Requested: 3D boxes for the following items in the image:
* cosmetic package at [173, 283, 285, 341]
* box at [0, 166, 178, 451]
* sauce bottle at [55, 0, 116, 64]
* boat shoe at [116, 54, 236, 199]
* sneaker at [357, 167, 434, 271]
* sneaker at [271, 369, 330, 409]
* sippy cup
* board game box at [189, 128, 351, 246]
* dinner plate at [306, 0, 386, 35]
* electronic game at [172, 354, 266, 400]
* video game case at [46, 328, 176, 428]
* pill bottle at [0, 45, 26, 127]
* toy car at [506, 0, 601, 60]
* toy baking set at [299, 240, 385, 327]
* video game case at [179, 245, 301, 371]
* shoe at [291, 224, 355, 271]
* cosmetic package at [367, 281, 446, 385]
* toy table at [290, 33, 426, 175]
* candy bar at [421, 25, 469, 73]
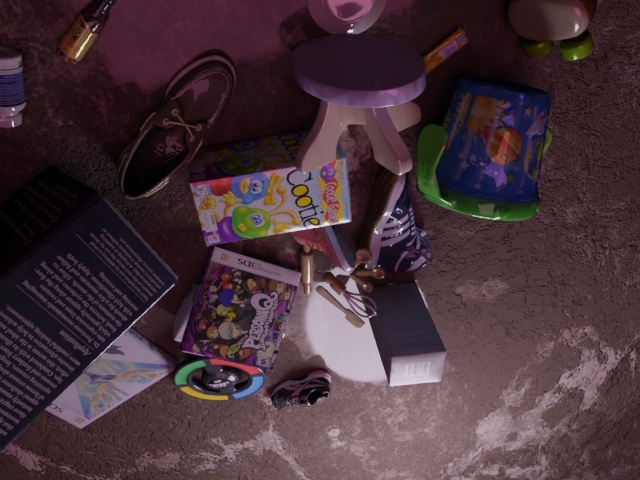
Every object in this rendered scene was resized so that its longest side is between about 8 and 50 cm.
[{"bbox_3d":[-0.211,0.196,1.266,0.231,0.085,0.117,20,119,-25],"label":"cosmetic package"},{"bbox_3d":[-0.494,0.096,0.903,0.395,0.294,0.212,-46,128,-19],"label":"box"},{"bbox_3d":[-0.372,-0.341,0.870,0.042,0.042,0.128,33,112,-29],"label":"sauce bottle"},{"bbox_3d":[-0.256,-0.192,0.969,0.109,0.091,0.305,35,112,-30],"label":"boat shoe"},{"bbox_3d":[0.180,-0.039,1.163,0.153,0.099,0.282,5,131,-9],"label":"sneaker"},{"bbox_3d":[-0.053,0.412,1.459,0.178,0.077,0.072,-30,125,11],"label":"sneaker"},{"bbox_3d":[0.316,-0.182,1.024,0.240,0.305,0.223,14,114,13],"label":"sippy cup"},{"bbox_3d":[-0.094,-0.106,1.033,0.276,0.144,0.142,-10,126,-5],"label":"board game box"},{"bbox_3d":[0.046,-0.414,0.918,0.141,0.017,0.141,-6,126,-9],"label":"dinner plate"},{"bbox_3d":[-0.250,0.342,1.361,0.230,0.048,0.229,-2,138,-2],"label":"electronic game"},{"bbox_3d":[-0.569,0.301,1.299,0.329,0.036,0.300,-33,125,13],"label":"video game case"},{"bbox_3d":[-0.519,-0.249,0.889,0.067,0.067,0.120,4,124,-15],"label":"pill bottle"},{"bbox_3d":[0.429,-0.433,0.938,0.188,0.149,0.155,-49,129,-11],"label":"toy car"},{"bbox_3d":[0.041,0.094,1.219,0.197,0.030,0.256,19,130,17],"label":"toy baking set"},{"bbox_3d":[-0.170,0.150,1.190,0.210,0.042,0.231,19,84,-23],"label":"video game case"},{"bbox_3d":[0.000,0.000,1.126,0.081,0.177,0.063,-33,163,18],"label":"shoe"},{"bbox_3d":[0.191,0.209,1.263,0.127,0.238,0.107,-4,123,-5],"label":"cosmetic package"},{"bbox_3d":[0.061,-0.224,0.904,0.252,0.274,0.160,-19,131,-10],"label":"toy table"},{"bbox_3d":[0.203,-0.332,1.007,0.162,0.018,0.040,-36,128,14],"label":"candy bar"}]
